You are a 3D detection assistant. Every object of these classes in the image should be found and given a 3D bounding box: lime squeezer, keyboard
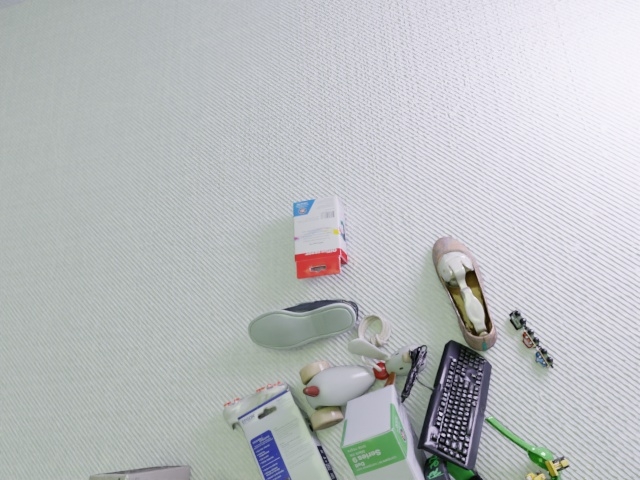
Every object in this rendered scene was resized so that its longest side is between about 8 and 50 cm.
[{"bbox_3d":[0.474,0.521,1.167,0.110,0.059,0.310,-6,65,-30],"label":"lime squeezer"},{"bbox_3d":[0.275,0.339,1.210,0.202,0.033,0.317,22,39,9],"label":"keyboard"}]

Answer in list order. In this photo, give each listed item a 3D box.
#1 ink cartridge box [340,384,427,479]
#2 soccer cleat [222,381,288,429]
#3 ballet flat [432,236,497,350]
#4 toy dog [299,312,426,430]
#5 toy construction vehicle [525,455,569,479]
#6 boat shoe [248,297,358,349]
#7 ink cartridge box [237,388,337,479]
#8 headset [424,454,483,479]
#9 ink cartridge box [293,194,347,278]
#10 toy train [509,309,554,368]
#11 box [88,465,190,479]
[{"bbox_3d":[0.161,0.494,1.155,0.122,0.211,0.289,-24,95,10],"label":"ink cartridge box"},{"bbox_3d":[-0.166,0.436,1.430,0.196,0.068,0.076,-26,79,10],"label":"soccer cleat"},{"bbox_3d":[0.360,0.116,1.340,0.108,0.106,0.315,-24,65,9],"label":"ballet flat"},{"bbox_3d":[0.081,0.332,1.325,0.334,0.161,0.220,-43,64,0],"label":"toy dog"},{"bbox_3d":[0.490,0.509,1.131,0.098,0.035,0.085,-19,67,-3],"label":"toy construction vehicle"},{"bbox_3d":[-0.043,0.222,1.450,0.303,0.091,0.114,-7,97,14],"label":"boat shoe"},{"bbox_3d":[-0.069,0.559,1.349,0.166,0.065,0.332,-31,66,6],"label":"ink cartridge box"},{"bbox_3d":[0.337,0.625,1.107,0.185,0.243,0.394,-42,81,13],"label":"headset"},{"bbox_3d":[0.000,0.000,1.517,0.134,0.078,0.230,-9,69,16],"label":"ink cartridge box"},{"bbox_3d":[0.503,0.239,1.292,0.036,0.027,0.158,-33,64,9],"label":"toy train"},{"bbox_3d":[-0.442,0.617,1.335,0.113,0.275,0.094,-8,69,17],"label":"box"}]
